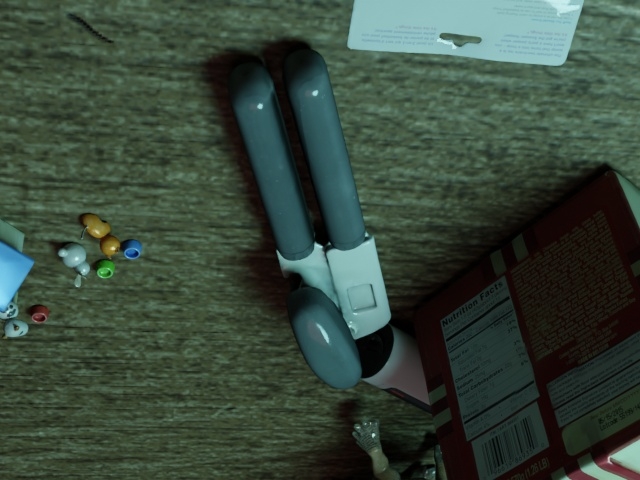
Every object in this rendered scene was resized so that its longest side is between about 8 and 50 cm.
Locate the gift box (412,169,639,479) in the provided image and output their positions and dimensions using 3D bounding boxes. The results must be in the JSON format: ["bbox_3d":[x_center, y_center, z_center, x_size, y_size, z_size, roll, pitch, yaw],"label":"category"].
[{"bbox_3d":[0.246,0.151,0.843,0.258,0.276,0.255,29,130,-34],"label":"gift box"}]

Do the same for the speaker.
[{"bbox_3d":[0.091,0.119,0.937,0.136,0.055,0.055,30,124,-33],"label":"speaker"}]

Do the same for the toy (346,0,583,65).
[{"bbox_3d":[0.096,-0.218,0.590,0.137,0.056,0.237,4,130,-7],"label":"toy"}]

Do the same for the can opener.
[{"bbox_3d":[0.000,0.000,0.770,0.076,0.095,0.283,-12,136,3],"label":"can opener"}]

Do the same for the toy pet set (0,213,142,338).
[{"bbox_3d":[-0.214,0.031,0.791,0.122,0.065,0.114,-34,131,24],"label":"toy pet set"}]

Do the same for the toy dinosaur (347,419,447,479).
[{"bbox_3d":[0.083,0.299,1.002,0.127,0.200,0.295,2,146,-15],"label":"toy dinosaur"}]
